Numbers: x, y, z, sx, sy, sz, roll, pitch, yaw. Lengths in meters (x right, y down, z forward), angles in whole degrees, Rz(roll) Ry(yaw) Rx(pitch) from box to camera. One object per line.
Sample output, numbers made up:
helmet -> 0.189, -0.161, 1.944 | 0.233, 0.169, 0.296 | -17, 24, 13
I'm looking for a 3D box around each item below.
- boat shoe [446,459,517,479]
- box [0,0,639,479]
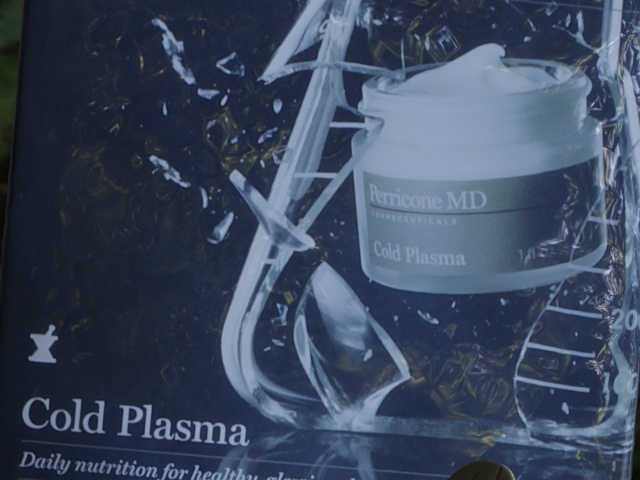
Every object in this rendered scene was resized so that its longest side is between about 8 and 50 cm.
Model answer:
boat shoe -> 0.083, 0.222, 1.132 | 0.060, 0.064, 0.178 | 34, 70, -50
box -> 0.000, 0.000, 1.474 | 0.297, 0.480, 0.471 | 170, -75, -87
